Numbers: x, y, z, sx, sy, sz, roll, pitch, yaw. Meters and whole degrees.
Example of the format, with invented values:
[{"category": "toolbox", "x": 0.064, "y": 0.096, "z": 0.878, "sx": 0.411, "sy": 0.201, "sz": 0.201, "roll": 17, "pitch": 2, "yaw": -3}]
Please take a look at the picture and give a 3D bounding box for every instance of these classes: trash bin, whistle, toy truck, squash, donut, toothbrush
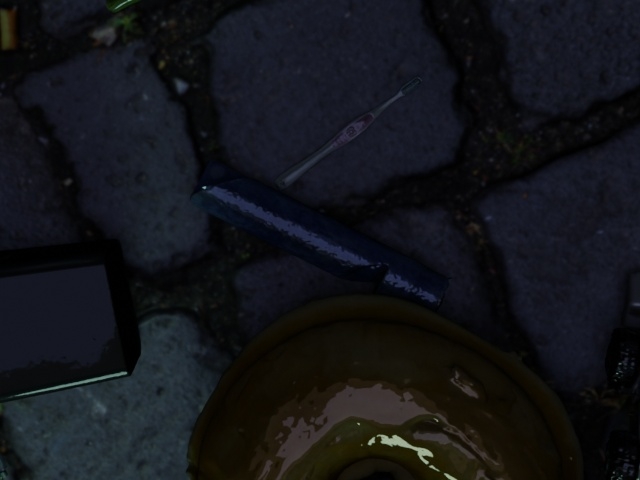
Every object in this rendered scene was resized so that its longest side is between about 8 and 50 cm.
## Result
[{"category": "trash bin", "x": -0.334, "y": 0.093, "z": 1.266, "sx": 0.225, "sy": 0.115, "sz": 0.165, "roll": -9, "pitch": 102, "yaw": 3}, {"category": "whistle", "x": 0.000, "y": 0.000, "z": 1.255, "sx": 0.304, "sy": 0.062, "sz": 0.062, "roll": 26, "pitch": 102, "yaw": -2}, {"category": "toy truck", "x": 0.377, "y": 0.181, "z": 1.219, "sx": 0.136, "sy": 0.111, "sz": 0.286, "roll": 7, "pitch": 66, "yaw": 9}, {"category": "squash", "x": -0.198, "y": -0.277, "z": 1.227, "sx": 0.089, "sy": 0.027, "sz": 0.027, "roll": -18, "pitch": 100, "yaw": 10}, {"category": "donut", "x": 0.069, "y": 0.274, "z": 1.239, "sx": 0.448, "sy": 0.198, "sz": 0.449, "roll": 0, "pitch": 101, "yaw": 2}, {"category": "toothbrush", "x": 0.031, "y": -0.120, "z": 1.251, "sx": 0.204, "sy": 0.022, "sz": 0.017, "roll": -36, "pitch": 95, "yaw": 12}]

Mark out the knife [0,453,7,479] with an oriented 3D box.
[{"category": "knife", "x": -0.463, "y": 0.291, "z": 1.357, "sx": 0.166, "sy": 0.022, "sz": 0.078, "roll": -26, "pitch": 93, "yaw": 6}]
